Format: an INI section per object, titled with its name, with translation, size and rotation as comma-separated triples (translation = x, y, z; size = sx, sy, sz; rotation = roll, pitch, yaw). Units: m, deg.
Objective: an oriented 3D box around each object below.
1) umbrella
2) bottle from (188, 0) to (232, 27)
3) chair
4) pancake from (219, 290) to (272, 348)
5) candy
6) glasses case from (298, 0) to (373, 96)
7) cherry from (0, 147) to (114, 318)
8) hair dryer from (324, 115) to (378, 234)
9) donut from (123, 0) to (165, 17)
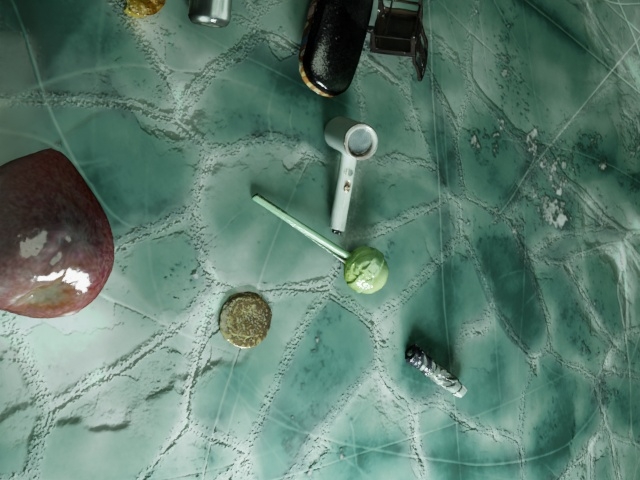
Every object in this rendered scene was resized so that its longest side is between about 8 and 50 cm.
[umbrella]
translation = 0.258, 0.296, 1.715
size = 0.188, 0.050, 0.046
rotation = 40, 86, -27
[bottle]
translation = -0.198, -0.521, 1.405
size = 0.079, 0.096, 0.254
rotation = -30, 128, -76
[chair]
translation = 0.173, -0.439, 1.685
size = 0.229, 0.113, 0.106
rotation = 61, 41, -73
[pancake]
translation = -0.141, 0.148, 1.458
size = 0.114, 0.011, 0.115
rotation = 3, 84, -36
[candy]
translation = 0.000, 0.000, 1.548
size = 0.335, 0.093, 0.092
rotation = 32, 25, -21
[glasses case]
translation = 0.036, -0.449, 1.592
size = 0.122, 0.082, 0.321
rotation = 27, 69, -38
[cherry]
translation = -0.428, -0.006, 1.154
size = 0.239, 0.206, 0.239
rotation = 39, 24, -21
[hair dryer]
translation = 0.050, -0.128, 1.573
size = 0.073, 0.131, 0.237
rotation = 0, 105, -21
[donut]
translation = -0.321, -0.443, 1.356
size = 0.097, 0.043, 0.108
rotation = -33, 104, -33
